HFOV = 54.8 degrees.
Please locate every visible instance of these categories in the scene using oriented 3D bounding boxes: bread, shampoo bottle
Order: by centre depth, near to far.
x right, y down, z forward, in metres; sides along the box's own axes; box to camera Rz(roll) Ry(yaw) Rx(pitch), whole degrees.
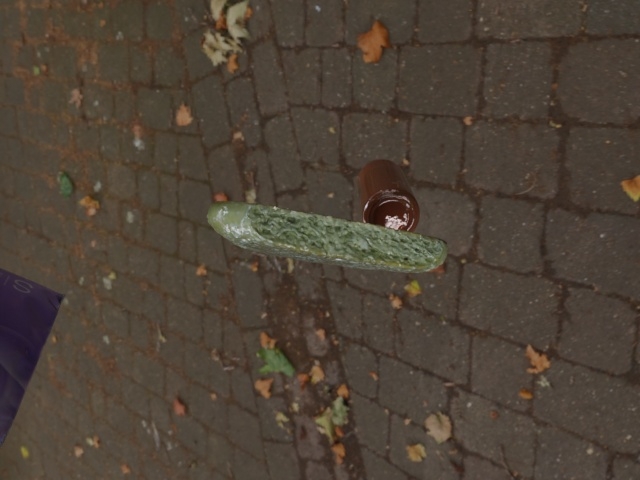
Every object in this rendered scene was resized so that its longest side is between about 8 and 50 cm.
[{"bbox_3d":[0.000,0.000,0.750,0.207,0.286,0.056,176,104,-74],"label":"bread"},{"bbox_3d":[0.097,-0.077,0.956,0.244,0.085,0.085,-91,8,-70],"label":"shampoo bottle"}]

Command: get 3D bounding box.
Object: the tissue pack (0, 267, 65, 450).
[{"bbox_3d":[-0.425,0.090,0.516,0.160,0.338,0.242,-52,25,23],"label":"tissue pack"}]
